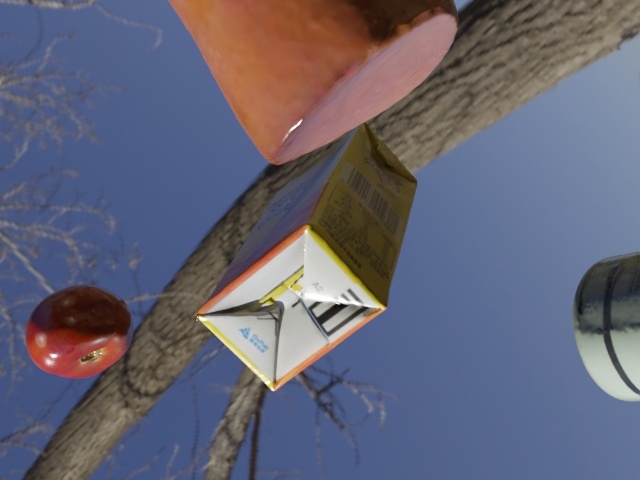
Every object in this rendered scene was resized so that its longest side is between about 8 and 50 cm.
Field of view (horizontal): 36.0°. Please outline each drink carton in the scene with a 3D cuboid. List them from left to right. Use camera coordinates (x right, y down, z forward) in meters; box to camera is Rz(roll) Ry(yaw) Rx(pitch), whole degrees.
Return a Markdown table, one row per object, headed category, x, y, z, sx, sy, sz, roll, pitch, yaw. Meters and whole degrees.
| category | x | y | z | sx | sy | sz | roll | pitch | yaw |
| --- | --- | --- | --- | --- | --- | --- | --- | --- | --- |
| drink carton | 0.000 | 0.000 | 1.034 | 0.111 | 0.154 | 0.351 | 48 | -158 | -10 |

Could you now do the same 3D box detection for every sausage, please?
| category | x | y | z | sx | sy | sz | roll | pitch | yaw |
| --- | --- | --- | --- | --- | --- | --- | --- | --- | --- |
| sausage | -0.043 | -0.169 | 0.443 | 0.259 | 0.113 | 0.113 | 60 | -153 | 10 |

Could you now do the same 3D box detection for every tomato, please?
| category | x | y | z | sx | sy | sz | roll | pitch | yaw |
| --- | --- | --- | --- | --- | --- | --- | --- | --- | --- |
| tomato | -0.426 | 0.156 | 1.740 | 0.195 | 0.195 | 0.136 | 9 | -136 | -53 |

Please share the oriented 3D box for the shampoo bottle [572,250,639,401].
| category | x | y | z | sx | sy | sz | roll | pitch | yaw |
| --- | --- | --- | --- | --- | --- | --- | --- | --- | --- |
| shampoo bottle | 0.248 | 0.030 | 0.474 | 0.085 | 0.262 | 0.085 | 8 | -104 | -34 |
